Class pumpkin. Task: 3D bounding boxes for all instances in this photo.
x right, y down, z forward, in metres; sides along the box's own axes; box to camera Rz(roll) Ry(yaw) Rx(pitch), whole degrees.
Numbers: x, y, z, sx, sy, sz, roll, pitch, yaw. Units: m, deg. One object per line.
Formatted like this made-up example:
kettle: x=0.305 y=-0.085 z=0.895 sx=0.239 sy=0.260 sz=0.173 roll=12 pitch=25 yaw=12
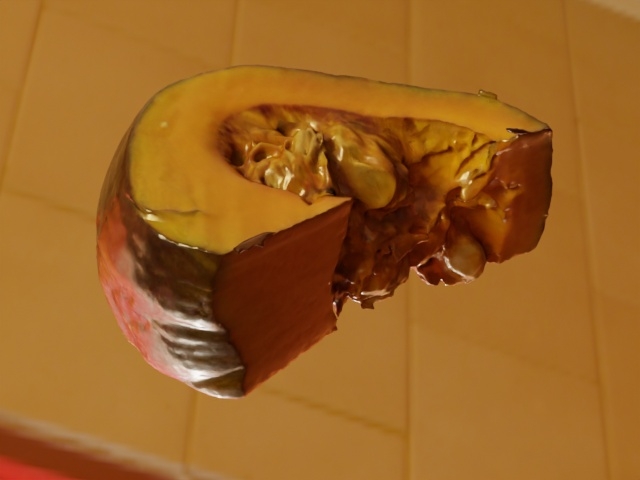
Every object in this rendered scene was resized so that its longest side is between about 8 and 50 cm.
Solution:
pumpkin: x=0.000 y=-0.001 z=1.160 sx=0.280 sy=0.190 sz=0.139 roll=8 pitch=-45 yaw=4
